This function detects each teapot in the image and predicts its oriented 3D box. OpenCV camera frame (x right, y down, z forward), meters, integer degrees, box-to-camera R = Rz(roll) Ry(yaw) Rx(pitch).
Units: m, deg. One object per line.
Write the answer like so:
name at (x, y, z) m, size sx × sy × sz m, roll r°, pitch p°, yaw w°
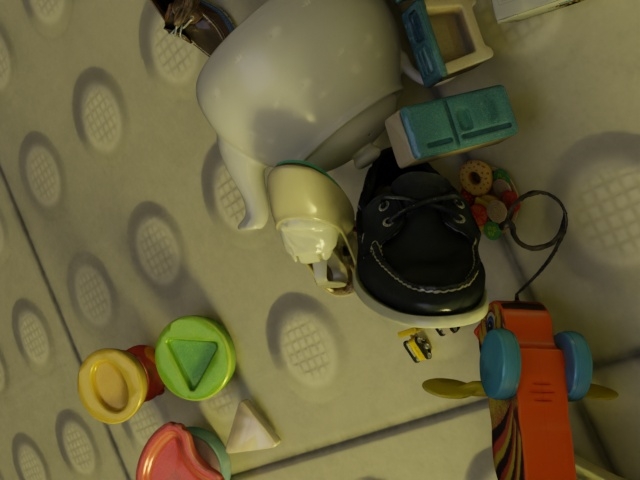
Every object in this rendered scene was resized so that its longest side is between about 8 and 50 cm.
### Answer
teapot at (0.005, -0.164, 1.004) m, size 0.187 × 0.252 × 0.256 m, roll 51°, pitch 145°, yaw 3°

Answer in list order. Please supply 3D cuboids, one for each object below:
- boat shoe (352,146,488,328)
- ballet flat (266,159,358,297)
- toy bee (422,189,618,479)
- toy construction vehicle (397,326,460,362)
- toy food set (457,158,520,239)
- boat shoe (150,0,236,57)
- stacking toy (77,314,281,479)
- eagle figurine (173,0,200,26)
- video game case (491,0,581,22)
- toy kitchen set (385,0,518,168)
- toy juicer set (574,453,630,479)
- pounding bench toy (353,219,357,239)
boat shoe at (0.097, -0.020, 0.919) m, size 0.127 × 0.340 × 0.113 m, roll 1°, pitch 109°, yaw 3°
ballet flat at (0.000, 0.000, 0.991) m, size 0.086 × 0.248 × 0.086 m, roll -6°, pitch 66°, yaw 14°
toy bee at (0.218, 0.126, 0.953) m, size 0.195 × 0.298 × 0.162 m, roll 24°, pitch 165°, yaw -3°
toy construction vehicle at (0.124, 0.091, 1.097) m, size 0.086 × 0.035 × 0.098 m, roll -29°, pitch 98°, yaw 44°
toy food set at (0.184, -0.044, 1.006) m, size 0.083 × 0.020 × 0.083 m, roll 31°, pitch 123°, yaw 33°
boat shoe at (-0.183, -0.302, 1.245) m, size 0.183 × 0.066 × 0.066 m, roll 46°, pitch 131°, yaw 24°
stacking toy at (-0.204, 0.267, 1.462) m, size 0.279 × 0.130 × 0.309 m, roll -33°, pitch 82°, yaw 18°
eagle figurine at (-0.063, -0.403, 1.019) m, size 0.298 × 0.225 × 0.226 m, roll -28°, pitch 73°, yaw 56°
video game case at (0.243, -0.361, 0.815) m, size 0.244 × 0.061 × 0.269 m, roll -8°, pitch 98°, yaw 47°
toy kitchen set at (0.126, -0.196, 0.848) m, size 0.166 × 0.122 × 0.207 m, roll -28°, pitch 79°, yaw 69°
toy juicer set at (0.322, 0.384, 0.964) m, size 0.209 × 0.089 × 0.329 m, roll -2°, pitch 101°, yaw 45°
pounding bench toy at (0.065, 0.017, 1.118) m, size 0.065 × 0.052 × 0.083 m, roll 6°, pitch 108°, yaw 43°
